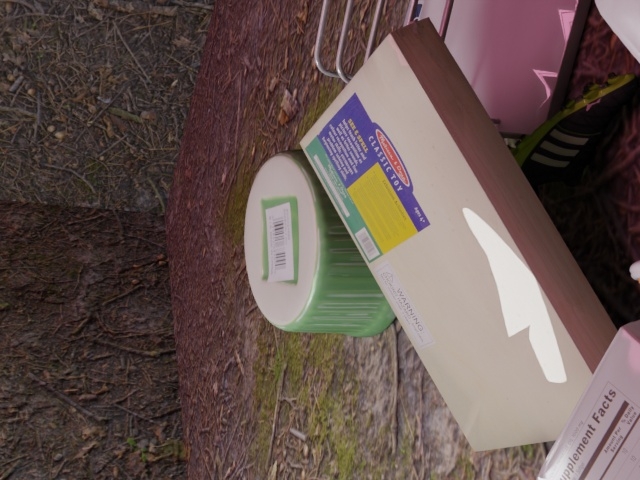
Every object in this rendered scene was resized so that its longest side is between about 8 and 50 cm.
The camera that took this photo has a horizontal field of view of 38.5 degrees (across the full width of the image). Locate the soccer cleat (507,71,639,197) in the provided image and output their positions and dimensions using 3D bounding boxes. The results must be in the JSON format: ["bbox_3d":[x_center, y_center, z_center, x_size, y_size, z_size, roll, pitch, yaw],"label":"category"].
[{"bbox_3d":[0.253,-0.099,0.910,0.179,0.072,0.060,-40,3,44],"label":"soccer cleat"}]

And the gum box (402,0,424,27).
[{"bbox_3d":[0.157,-0.271,1.242,0.157,0.041,0.184,-117,35,-55],"label":"gum box"}]

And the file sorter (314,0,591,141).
[{"bbox_3d":[0.133,-0.239,1.036,0.278,0.173,0.192,41,124,55],"label":"file sorter"}]

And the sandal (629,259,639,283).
[{"bbox_3d":[0.312,0.053,0.624,0.265,0.102,0.076,-176,89,-68],"label":"sandal"}]

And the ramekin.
[{"bbox_3d":[0.000,0.000,1.392,0.303,0.148,0.303,4,95,62],"label":"ramekin"}]

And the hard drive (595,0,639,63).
[{"bbox_3d":[0.324,-0.162,0.489,0.233,0.047,0.353,57,151,13],"label":"hard drive"}]

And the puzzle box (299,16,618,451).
[{"bbox_3d":[0.136,0.014,0.924,0.408,0.052,0.272,61,156,4],"label":"puzzle box"}]

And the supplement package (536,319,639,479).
[{"bbox_3d":[0.274,0.155,0.521,0.244,0.139,0.133,43,130,35],"label":"supplement package"}]
